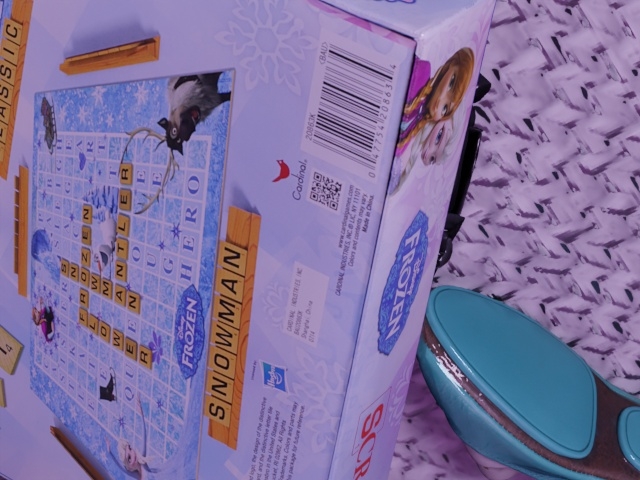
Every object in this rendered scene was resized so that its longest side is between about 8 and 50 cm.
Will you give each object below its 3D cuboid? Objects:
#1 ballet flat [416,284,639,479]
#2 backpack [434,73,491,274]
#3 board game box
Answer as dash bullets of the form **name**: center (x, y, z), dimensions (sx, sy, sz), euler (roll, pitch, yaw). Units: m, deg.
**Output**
- **ballet flat**: center (0.134, 0.111, 1.018), dimensions (0.247, 0.083, 0.087), euler (28, 134, -16)
- **backpack**: center (0.000, 0.000, 0.912), dimensions (0.115, 0.152, 0.182), euler (26, 125, 1)
- **board game box**: center (-0.101, -0.020, 0.833), dimensions (0.318, 0.066, 0.318), euler (27, 127, 22)
